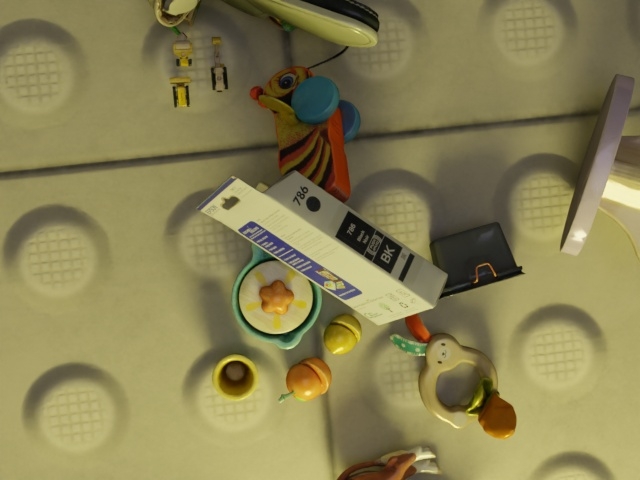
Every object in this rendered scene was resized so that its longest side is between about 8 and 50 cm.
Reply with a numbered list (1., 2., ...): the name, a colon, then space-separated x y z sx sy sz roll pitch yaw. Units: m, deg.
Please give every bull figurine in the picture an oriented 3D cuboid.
1. bull figurine: 0.152 0.463 1.402 0.188 0.101 0.310 -35 98 -7

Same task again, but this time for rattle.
1. rattle: 0.195 0.205 1.376 0.130 0.143 0.199 -29 102 15

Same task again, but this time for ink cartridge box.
1. ink cartridge box: 0.000 0.000 1.273 0.333 0.165 0.065 33 65 -15

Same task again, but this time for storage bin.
1. storage bin: 0.232 0.029 1.394 0.135 0.098 0.091 -17 84 -4

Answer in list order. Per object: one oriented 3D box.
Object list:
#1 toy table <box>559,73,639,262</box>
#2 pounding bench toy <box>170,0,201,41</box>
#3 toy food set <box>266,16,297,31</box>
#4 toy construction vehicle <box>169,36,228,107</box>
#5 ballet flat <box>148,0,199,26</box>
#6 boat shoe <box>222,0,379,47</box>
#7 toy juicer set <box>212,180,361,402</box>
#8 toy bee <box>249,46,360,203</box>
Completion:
1. toy table: 0.471 -0.091 1.345 0.161 0.252 0.274 18 103 9
2. pounding bench toy: -0.218 -0.342 1.346 0.065 0.052 0.083 19 91 -6
3. toy food set: -0.047 -0.359 1.378 0.082 0.020 0.083 41 88 -6
4. toy construction vehicle: -0.183 -0.252 1.362 0.086 0.035 0.098 -6 109 -6
5. ballet flat: -0.153 -0.371 1.221 0.086 0.248 0.086 22 53 -33
6. boat shoe: -0.035 -0.358 1.253 0.127 0.340 0.113 26 92 -46
7. toy juicer set: -0.030 0.092 1.369 0.209 0.089 0.329 13 91 -6
8. toy bee: -0.024 -0.184 1.336 0.162 0.298 0.195 -7 136 26
